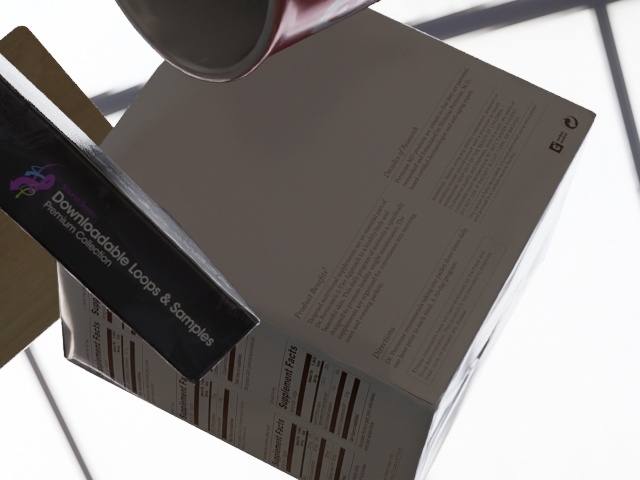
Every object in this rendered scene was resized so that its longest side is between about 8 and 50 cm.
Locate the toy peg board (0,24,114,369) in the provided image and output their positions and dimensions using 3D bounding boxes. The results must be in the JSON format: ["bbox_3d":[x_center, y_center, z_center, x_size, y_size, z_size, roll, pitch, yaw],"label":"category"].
[{"bbox_3d":[-0.202,-0.025,1.161,0.161,0.160,0.079,-41,-179,-8],"label":"toy peg board"}]

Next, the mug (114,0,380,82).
[{"bbox_3d":[0.006,-0.133,0.610,0.169,0.113,0.150,-27,-171,-30],"label":"mug"}]

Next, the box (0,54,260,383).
[{"bbox_3d":[-0.081,-0.023,0.523,0.029,0.116,0.162,-46,-163,-3],"label":"box"}]

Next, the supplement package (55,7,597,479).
[{"bbox_3d":[0.000,0.000,0.908,0.203,0.149,0.194,26,-121,10],"label":"supplement package"}]
